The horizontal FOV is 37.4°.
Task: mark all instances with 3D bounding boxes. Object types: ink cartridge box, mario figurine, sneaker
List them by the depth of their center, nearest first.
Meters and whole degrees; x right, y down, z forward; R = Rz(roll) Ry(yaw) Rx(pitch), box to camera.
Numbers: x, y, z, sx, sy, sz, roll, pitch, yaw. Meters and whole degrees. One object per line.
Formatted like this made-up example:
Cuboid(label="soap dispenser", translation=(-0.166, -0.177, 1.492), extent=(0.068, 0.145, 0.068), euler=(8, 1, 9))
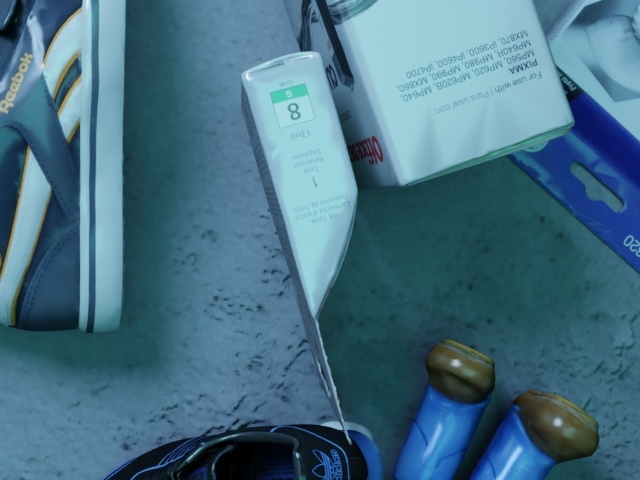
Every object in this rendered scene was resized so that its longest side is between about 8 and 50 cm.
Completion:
Cuboid(label="ink cartridge box", translation=(0.040, -0.174, 0.616), extent=(0.114, 0.197, 0.273), euler=(-21, 94, -6))
Cuboid(label="sneaker", translation=(-0.078, 0.162, 0.616), extent=(0.232, 0.090, 0.081), euler=(-20, 69, 26))
Cuboid(label="sneaker", translation=(-0.190, -0.097, 0.620), extent=(0.127, 0.126, 0.321), euler=(2, 93, -14))
Cuboid(label="ink cartridge box", translation=(0.000, 0.000, 0.624), extent=(0.056, 0.181, 0.225), euler=(-18, 94, -4))
Cuboid(label="mario figurine", translation=(0.071, 0.236, 0.640), extent=(0.170, 0.198, 0.320), euler=(38, 77, -48))
Cuboid(label="ink cartridge box", translation=(0.271, -0.105, 0.729), extent=(0.223, 0.045, 0.224), euler=(39, 87, -8))
